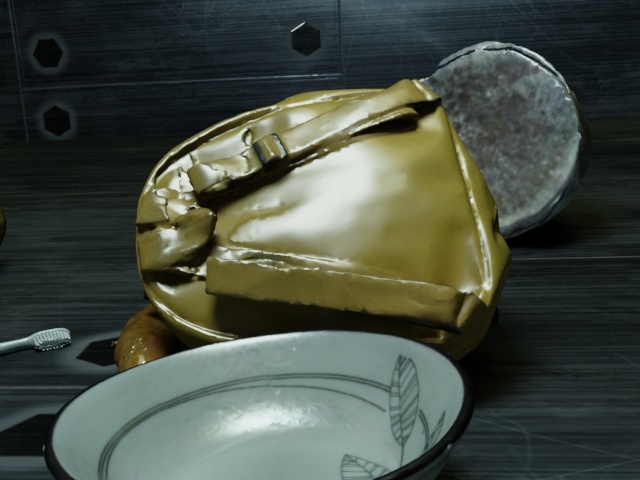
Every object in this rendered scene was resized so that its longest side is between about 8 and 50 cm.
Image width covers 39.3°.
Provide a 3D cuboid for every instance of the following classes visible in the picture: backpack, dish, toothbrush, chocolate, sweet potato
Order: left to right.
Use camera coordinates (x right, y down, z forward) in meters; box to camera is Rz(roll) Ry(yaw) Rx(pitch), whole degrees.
[{"bbox_3d":[-0.424,0.135,1.002,0.286,0.020,0.025,-10,23,-24],"label":"toothbrush"},{"bbox_3d":[-0.186,0.110,0.957,0.072,0.066,0.314,32,7,-14],"label":"sweet potato"},{"bbox_3d":[-0.039,0.162,0.663,0.316,0.106,0.316,-5,13,1],"label":"dish"},{"bbox_3d":[0.000,-0.005,0.938,0.378,0.201,0.353,0,55,-1],"label":"backpack"},{"bbox_3d":[0.293,-0.147,1.426,0.303,0.303,0.213,6,2,31],"label":"chocolate"}]

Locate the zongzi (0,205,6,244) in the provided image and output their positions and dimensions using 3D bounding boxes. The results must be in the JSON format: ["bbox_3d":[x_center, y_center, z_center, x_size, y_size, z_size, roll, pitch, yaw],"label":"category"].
[{"bbox_3d":[-0.515,0.034,1.233,0.288,0.134,0.286,22,22,30],"label":"zongzi"}]
